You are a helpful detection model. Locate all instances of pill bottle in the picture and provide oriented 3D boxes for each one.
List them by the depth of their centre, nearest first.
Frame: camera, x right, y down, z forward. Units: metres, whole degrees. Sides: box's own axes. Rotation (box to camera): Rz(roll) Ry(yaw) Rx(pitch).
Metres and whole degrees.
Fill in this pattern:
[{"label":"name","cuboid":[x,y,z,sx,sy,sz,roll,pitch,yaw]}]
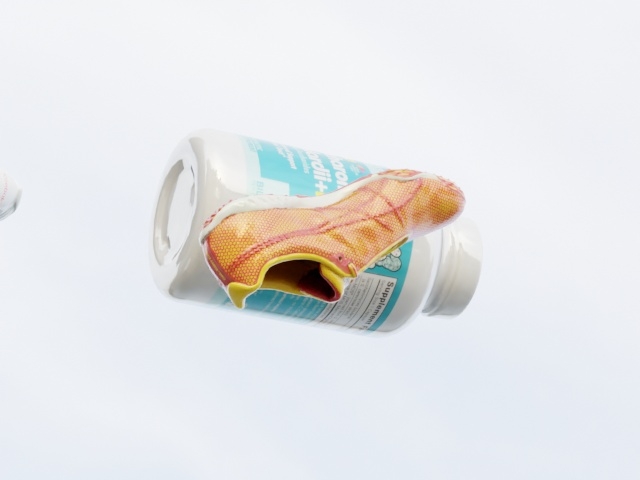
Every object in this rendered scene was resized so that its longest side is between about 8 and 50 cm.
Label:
[{"label":"pill bottle","cuboid":[0.000,0.000,1.528,0.264,0.146,0.146,11,-38,-24]}]

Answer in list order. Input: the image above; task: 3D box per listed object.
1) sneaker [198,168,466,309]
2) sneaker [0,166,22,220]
[{"label":"sneaker","cuboid":[0.012,0.003,1.046,0.067,0.175,0.064,64,-32,18]},{"label":"sneaker","cuboid":[-0.372,-0.034,1.647,0.232,0.090,0.115,2,-16,26]}]
